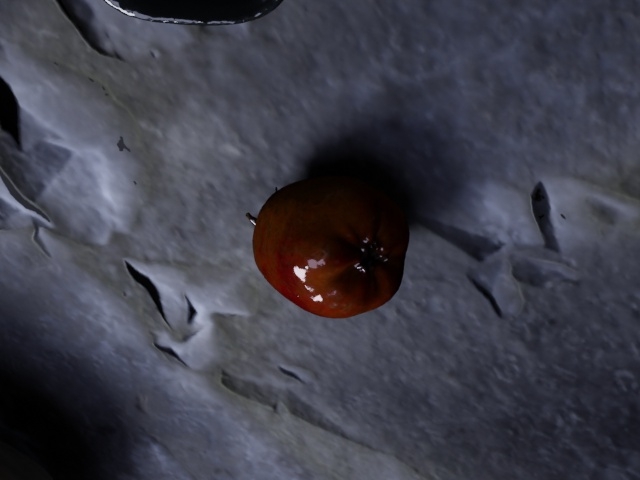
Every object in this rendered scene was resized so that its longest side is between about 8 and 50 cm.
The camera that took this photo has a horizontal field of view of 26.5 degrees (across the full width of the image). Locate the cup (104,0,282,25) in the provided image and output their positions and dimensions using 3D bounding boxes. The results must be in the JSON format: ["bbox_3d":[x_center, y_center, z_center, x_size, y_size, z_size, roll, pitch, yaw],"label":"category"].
[{"bbox_3d":[-0.028,-0.183,0.536,0.177,0.169,0.223,14,128,0],"label":"cup"}]

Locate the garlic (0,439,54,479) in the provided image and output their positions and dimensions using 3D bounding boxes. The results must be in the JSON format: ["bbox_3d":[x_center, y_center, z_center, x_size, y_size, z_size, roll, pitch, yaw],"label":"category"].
[{"bbox_3d":[-0.305,0.197,1.016,0.279,0.132,0.325,24,139,28],"label":"garlic"}]

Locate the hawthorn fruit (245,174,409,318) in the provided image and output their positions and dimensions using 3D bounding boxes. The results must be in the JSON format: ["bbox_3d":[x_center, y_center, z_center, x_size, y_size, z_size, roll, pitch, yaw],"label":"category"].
[{"bbox_3d":[0.000,0.000,0.761,0.093,0.081,0.081,18,144,51],"label":"hawthorn fruit"}]
